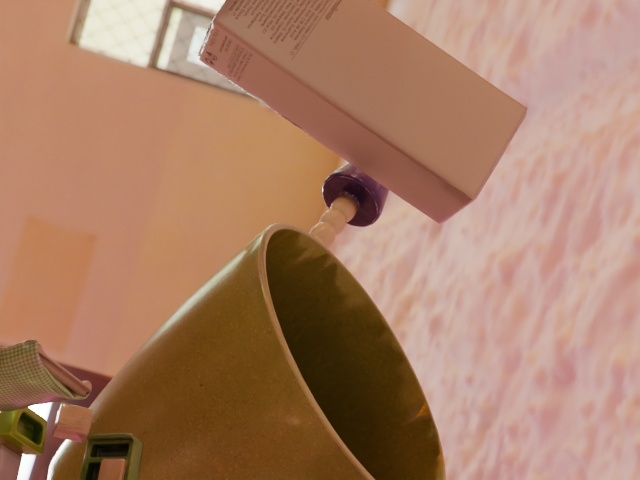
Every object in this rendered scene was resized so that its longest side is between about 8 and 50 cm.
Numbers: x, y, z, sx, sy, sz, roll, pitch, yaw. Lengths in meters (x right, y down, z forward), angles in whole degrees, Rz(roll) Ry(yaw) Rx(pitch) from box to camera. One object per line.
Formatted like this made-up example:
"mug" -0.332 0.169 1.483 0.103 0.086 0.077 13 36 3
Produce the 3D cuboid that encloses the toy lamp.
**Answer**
"toy lamp" 0.000 0.000 1.331 0.275 0.080 0.080 -54 -7 -38

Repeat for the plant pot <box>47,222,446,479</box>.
"plant pot" -0.087 0.174 1.055 0.293 0.275 0.275 -31 23 17

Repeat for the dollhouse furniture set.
"dollhouse furniture set" -0.156 0.113 0.663 0.152 0.076 0.059 54 -144 -53

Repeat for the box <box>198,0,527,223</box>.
"box" 0.036 -0.140 1.069 0.113 0.275 0.094 -56 5 -20
